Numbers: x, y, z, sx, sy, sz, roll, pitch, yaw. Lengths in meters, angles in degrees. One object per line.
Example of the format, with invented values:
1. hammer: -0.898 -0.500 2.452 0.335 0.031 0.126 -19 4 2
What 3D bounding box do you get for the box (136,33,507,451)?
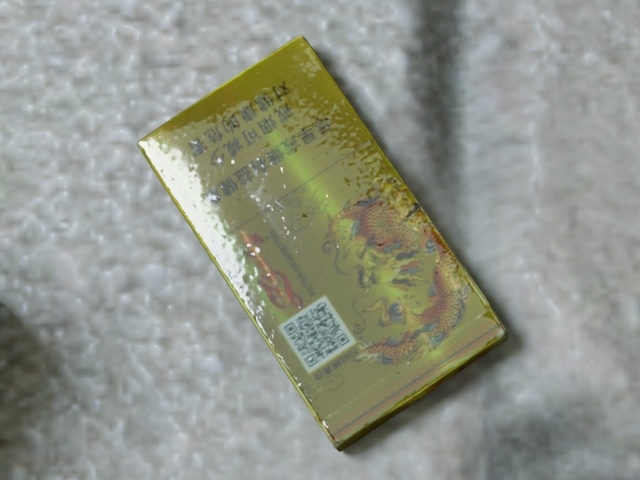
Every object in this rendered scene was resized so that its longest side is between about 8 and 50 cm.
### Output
1. box: 0.000 0.000 0.817 0.089 0.022 0.156 -35 79 0
